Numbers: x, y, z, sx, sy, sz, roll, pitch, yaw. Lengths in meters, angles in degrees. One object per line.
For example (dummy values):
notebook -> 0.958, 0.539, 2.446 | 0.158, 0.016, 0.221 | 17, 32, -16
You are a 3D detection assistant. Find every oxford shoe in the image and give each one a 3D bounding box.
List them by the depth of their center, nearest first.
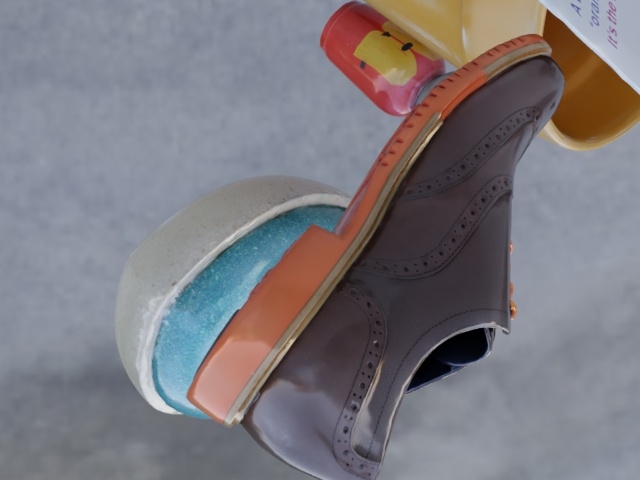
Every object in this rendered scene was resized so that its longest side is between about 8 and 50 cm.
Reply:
oxford shoe -> 0.051, 0.008, 0.860 | 0.098, 0.271, 0.097 | 37, 147, 6

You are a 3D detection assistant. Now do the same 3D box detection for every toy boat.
toy boat -> 0.000, 0.000, 1.266 | 0.318, 0.148, 0.267 | -58, 156, 18

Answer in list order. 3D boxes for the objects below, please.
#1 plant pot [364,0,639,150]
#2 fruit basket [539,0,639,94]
plant pot -> 0.114, -0.182, 1.137 | 0.188, 0.205, 0.205 | 26, 167, 33
fruit basket -> 0.177, -0.074, 0.623 | 0.353, 0.327, 0.165 | 34, 133, -27
